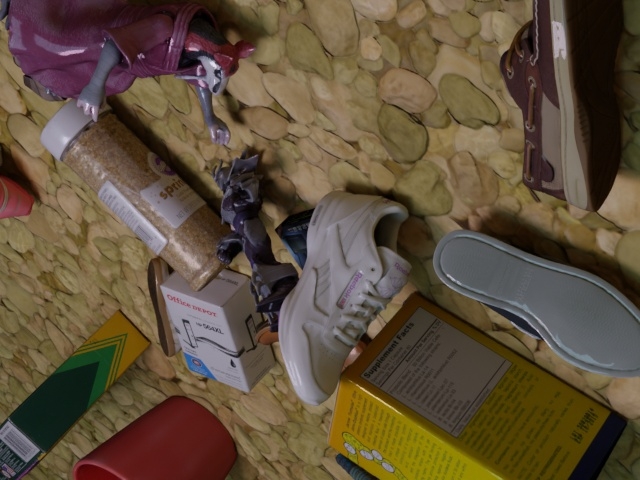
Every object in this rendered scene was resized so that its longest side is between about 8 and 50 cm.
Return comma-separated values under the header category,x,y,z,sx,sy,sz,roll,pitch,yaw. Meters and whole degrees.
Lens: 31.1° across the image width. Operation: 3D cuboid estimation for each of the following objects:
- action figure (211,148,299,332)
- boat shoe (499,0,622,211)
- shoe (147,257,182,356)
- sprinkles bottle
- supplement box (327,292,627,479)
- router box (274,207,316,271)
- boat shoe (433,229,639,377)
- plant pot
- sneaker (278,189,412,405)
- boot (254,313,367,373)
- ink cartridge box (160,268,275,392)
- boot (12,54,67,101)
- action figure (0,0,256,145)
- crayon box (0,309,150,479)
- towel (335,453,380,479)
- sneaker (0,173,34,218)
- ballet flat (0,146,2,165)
category,x,y,z,sx,sy,sz,roll,pitch,yaw
action figure,-0.102,-0.008,1.690,0.185,0.099,0.285,92,154,-57
boat shoe,0.243,-0.180,1.223,0.123,0.123,0.342,16,142,32
shoe,-0.272,0.116,2.090,0.076,0.058,0.219,-126,25,-47
sprinkles bottle,-0.283,-0.079,1.843,0.355,0.121,0.121,44,145,0
supplement box,0.213,0.274,1.636,0.356,0.194,0.195,32,142,19
router box,0.000,0.000,1.709,0.122,0.038,0.092,-16,114,51
boat shoe,0.289,0.072,1.453,0.302,0.091,0.114,34,99,18
plant pot,-0.315,0.462,2.307,0.275,0.243,0.275,27,141,25
sneaker,0.036,0.073,1.549,0.152,0.305,0.114,3,162,34
boot,-0.017,0.166,1.866,0.152,0.073,0.197,43,147,-4
ink cartridge box,-0.177,0.146,1.990,0.148,0.086,0.203,16,136,35
boot,-0.455,-0.282,1.887,0.087,0.042,0.118,18,138,23
action figure,-0.246,-0.284,1.608,0.370,0.248,0.276,4,86,27
crayon box,-0.529,0.329,2.327,0.106,0.313,0.363,44,144,-4
towel,0.207,0.445,1.744,0.271,0.040,0.370,32,180,-34
sneaker,-0.675,-0.090,2.217,0.314,0.136,0.116,18,92,37
ballet flat,-0.666,-0.179,2.198,0.168,0.057,0.052,17,107,29
